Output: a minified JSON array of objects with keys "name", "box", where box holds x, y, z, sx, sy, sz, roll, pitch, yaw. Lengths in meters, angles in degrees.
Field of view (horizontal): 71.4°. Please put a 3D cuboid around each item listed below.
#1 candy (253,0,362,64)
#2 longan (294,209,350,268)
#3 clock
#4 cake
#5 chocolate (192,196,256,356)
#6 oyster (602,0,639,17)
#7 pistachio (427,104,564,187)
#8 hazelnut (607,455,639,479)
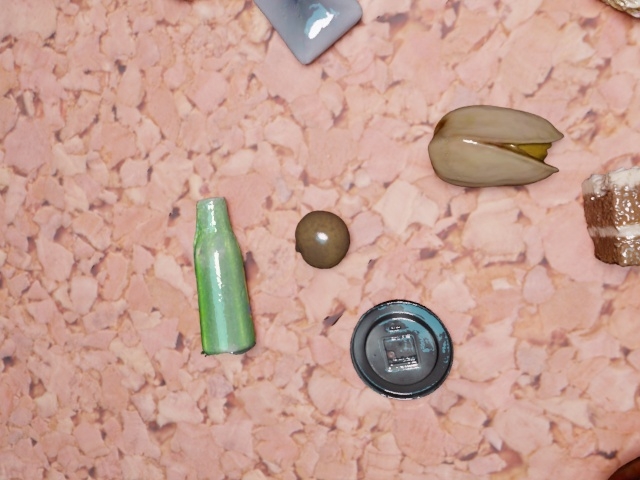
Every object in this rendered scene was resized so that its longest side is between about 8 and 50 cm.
[{"name":"candy","box":[-0.027,-0.412,0.771,0.138,0.071,0.174,-37,88,13]},{"name":"longan","box":[0.000,0.000,0.798,0.113,0.092,0.113,11,122,19]},{"name":"clock","box":[0.146,0.196,0.810,0.184,0.040,0.184,1,97,12]},{"name":"cake","box":[0.486,-0.039,0.668,0.134,0.135,0.147,-4,90,13]},{"name":"chocolate","box":[-0.190,0.064,0.845,0.110,0.110,0.291,-6,92,13]},{"name":"oyster","box":[0.486,-0.396,0.668,0.163,0.081,0.191,-10,78,-10]},{"name":"pistachio","box":[0.273,-0.147,0.704,0.206,0.131,0.129,4,104,7]},{"name":"hazelnut","box":[0.589,0.501,0.574,0.402,0.402,0.429,-24,101,14]}]
